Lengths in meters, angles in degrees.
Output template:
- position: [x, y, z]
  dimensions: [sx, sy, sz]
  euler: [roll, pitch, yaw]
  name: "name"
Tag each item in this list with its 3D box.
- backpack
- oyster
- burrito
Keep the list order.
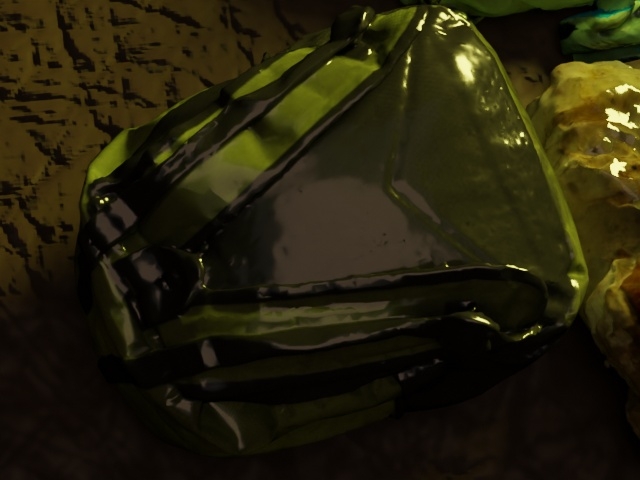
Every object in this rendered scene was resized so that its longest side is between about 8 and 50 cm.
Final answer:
- position: [0.000, 0.000, 0.839]
  dimensions: [0.253, 0.140, 0.207]
  euler: [-23, 81, -11]
  name: "backpack"
- position: [0.193, 0.007, 0.890]
  dimensions: [0.162, 0.107, 0.232]
  euler: [-2, 76, 0]
  name: "oyster"
- position: [0.186, -0.156, 0.945]
  dimensions: [0.288, 0.054, 0.104]
  euler: [-10, 82, -12]
  name: "burrito"
